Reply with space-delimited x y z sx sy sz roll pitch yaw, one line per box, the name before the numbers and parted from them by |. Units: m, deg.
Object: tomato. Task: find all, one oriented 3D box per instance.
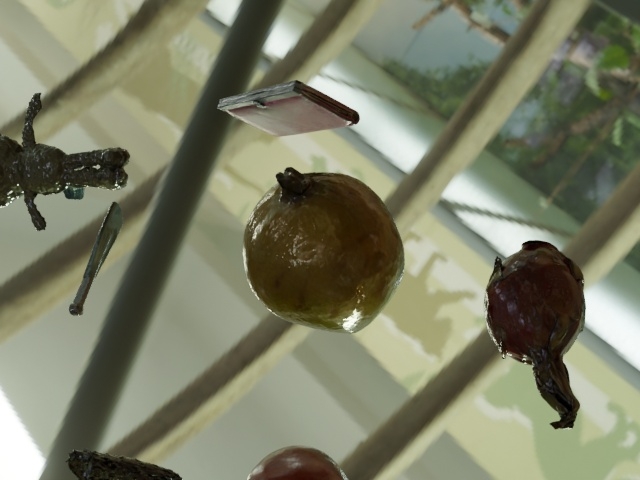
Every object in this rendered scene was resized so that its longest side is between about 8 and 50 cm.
tomato | -0.025 0.403 1.780 0.187 0.151 0.187 155 90 -88

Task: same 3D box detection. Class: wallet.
wallet | -0.049 -0.190 1.705 0.119 0.025 0.232 23 168 -29

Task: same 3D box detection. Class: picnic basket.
picnic basket | -0.455 -0.115 2.117 0.065 0.083 0.083 -20 -148 -37

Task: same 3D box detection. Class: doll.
doll | -0.428 -0.103 1.813 0.286 0.202 0.091 29 -152 21

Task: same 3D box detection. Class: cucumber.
cucumber | -0.268 0.327 1.622 0.182 0.053 0.053 19 -159 -36

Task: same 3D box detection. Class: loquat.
loquat | 0.000 0.000 1.483 0.213 0.213 0.246 52 169 49

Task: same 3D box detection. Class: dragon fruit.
dragon fruit | 0.255 0.106 1.321 0.125 0.125 0.246 -3 -124 -7

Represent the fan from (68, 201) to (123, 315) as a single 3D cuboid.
fan | -0.392 0.036 2.048 0.023 0.057 0.282 1 -138 10
